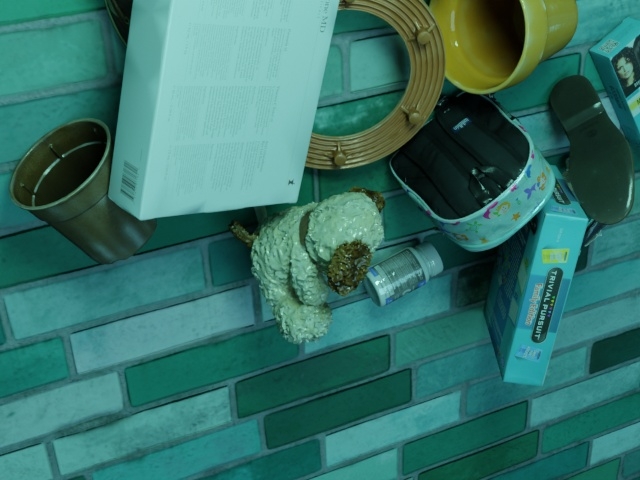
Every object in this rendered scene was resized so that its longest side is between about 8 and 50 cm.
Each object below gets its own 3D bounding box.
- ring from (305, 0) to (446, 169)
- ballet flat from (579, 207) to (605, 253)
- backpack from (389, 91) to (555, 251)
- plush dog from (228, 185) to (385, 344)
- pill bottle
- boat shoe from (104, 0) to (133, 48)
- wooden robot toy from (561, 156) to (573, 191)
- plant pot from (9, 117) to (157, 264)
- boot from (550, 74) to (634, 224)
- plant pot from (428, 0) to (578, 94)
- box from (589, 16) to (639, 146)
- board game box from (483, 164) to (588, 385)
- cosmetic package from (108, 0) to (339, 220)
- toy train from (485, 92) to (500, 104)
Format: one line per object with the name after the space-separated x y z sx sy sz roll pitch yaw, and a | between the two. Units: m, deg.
0.036 -0.253 1.444 0.336 0.032 0.337 -6 126 -8 | ring
0.512 0.002 1.865 0.203 0.074 0.074 -47 127 -1 | ballet flat
0.265 -0.104 1.552 0.225 0.253 0.191 -42 125 5 | backpack
0.000 0.000 1.457 0.225 0.262 0.210 -23 126 33 | plush dog
0.151 0.059 1.700 0.137 0.078 0.078 -27 125 -12 | pill bottle
-0.231 -0.336 1.255 0.123 0.123 0.342 -31 126 -9 | boat shoe
0.517 -0.166 1.765 0.173 0.076 0.079 -29 132 -11 | wooden robot toy
-0.329 -0.061 1.340 0.167 0.167 0.165 -39 134 -4 | plant pot
0.499 -0.149 1.647 0.112 0.305 0.115 -22 145 23 | boot
0.309 -0.353 1.497 0.188 0.205 0.205 -19 125 -38 | plant pot
0.602 -0.294 1.752 0.100 0.060 0.244 -41 127 -2 | box
0.389 0.057 1.709 0.079 0.254 0.336 7 115 -3 | board game box
-0.125 -0.227 1.263 0.284 0.097 0.377 -7 119 -42 | cosmetic package
0.285 -0.273 1.622 0.036 0.027 0.158 -25 126 0 | toy train
